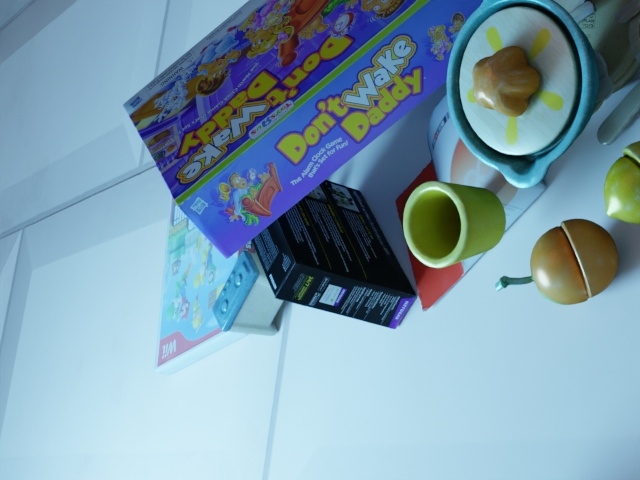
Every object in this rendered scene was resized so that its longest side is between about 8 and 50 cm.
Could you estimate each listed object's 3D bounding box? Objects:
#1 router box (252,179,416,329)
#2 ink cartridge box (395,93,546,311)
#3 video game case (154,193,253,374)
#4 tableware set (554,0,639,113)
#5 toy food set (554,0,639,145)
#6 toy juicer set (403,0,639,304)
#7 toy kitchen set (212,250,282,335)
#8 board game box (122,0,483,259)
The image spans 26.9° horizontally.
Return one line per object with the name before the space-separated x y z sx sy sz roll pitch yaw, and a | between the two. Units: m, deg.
router box | 0.000 0.000 1.260 0.046 0.133 0.179 -59 32 25
ink cartridge box | 0.113 -0.047 1.178 0.179 0.045 0.145 -48 37 35
video game case | -0.136 0.002 1.614 0.204 0.025 0.285 -30 51 52
tableware set | 0.214 -0.175 1.017 0.141 0.020 0.168 -48 50 45
toy food set | 0.228 -0.175 1.053 0.132 0.038 0.192 -55 45 41
toy juicer set | 0.175 -0.104 0.973 0.209 0.089 0.329 32 116 41
toy kitchen set | -0.095 -0.026 1.452 0.166 0.122 0.207 -61 31 24
board game box | -0.006 -0.167 1.249 0.347 0.078 0.233 -39 34 2
